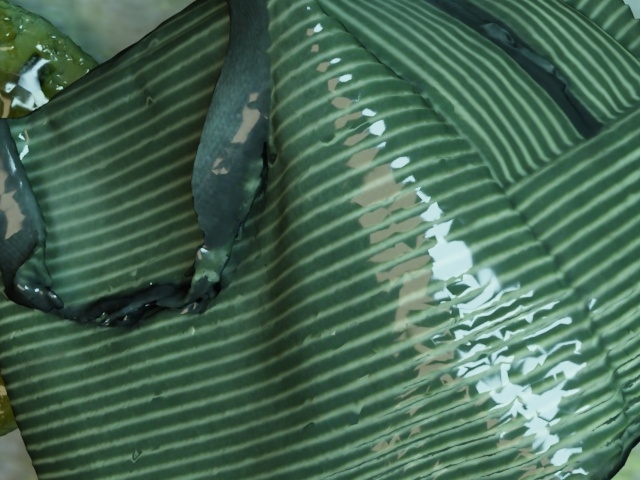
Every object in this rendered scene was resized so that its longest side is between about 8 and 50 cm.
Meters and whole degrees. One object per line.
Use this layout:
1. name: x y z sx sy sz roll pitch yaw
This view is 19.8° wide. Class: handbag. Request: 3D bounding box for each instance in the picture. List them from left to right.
1. handbag: 0.000 0.000 0.812 0.340 0.247 0.240 -24 95 41

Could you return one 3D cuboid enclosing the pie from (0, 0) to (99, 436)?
1. pie: -0.221 -0.009 0.984 0.277 0.078 0.277 4 107 14
